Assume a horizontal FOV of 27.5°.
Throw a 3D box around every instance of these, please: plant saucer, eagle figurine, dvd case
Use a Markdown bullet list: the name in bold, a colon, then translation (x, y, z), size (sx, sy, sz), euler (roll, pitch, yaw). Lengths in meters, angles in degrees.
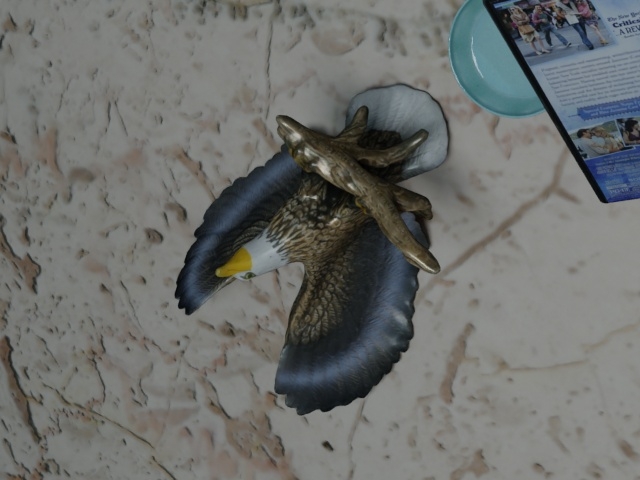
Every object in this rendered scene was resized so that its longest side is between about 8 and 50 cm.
- **plant saucer**: translation (0.169, -0.166, 1.135), size (0.119, 0.021, 0.119), euler (10, 113, 26)
- **eagle figurine**: translation (-0.011, 0.002, 1.226), size (0.298, 0.225, 0.226), euler (111, 159, -57)
- **dvd case**: translation (0.257, -0.124, 1.012), size (0.180, 0.022, 0.253), euler (-8, 139, 33)
